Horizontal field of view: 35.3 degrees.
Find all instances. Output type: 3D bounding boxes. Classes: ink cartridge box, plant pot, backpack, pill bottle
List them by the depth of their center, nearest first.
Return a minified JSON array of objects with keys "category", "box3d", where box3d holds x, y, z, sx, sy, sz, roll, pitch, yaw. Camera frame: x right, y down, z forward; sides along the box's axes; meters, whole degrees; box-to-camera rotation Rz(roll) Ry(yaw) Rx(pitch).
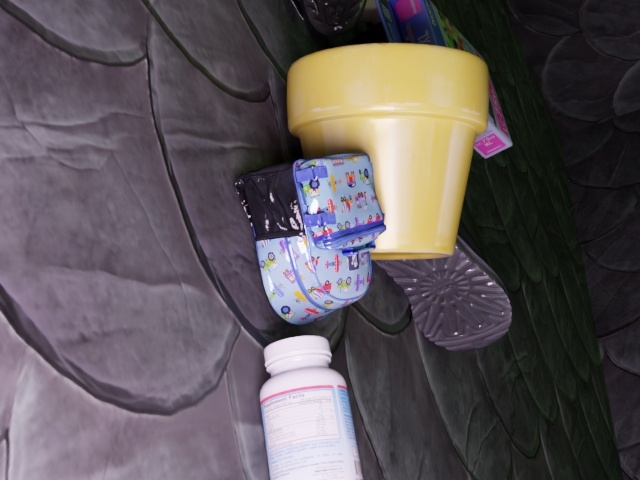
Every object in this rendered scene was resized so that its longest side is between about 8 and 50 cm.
[{"category":"pill bottle","box3d":[-0.012,0.177,0.967,0.087,0.087,0.160,33,43,-59]},{"category":"backpack","box3d":[0.000,0.000,1.094,0.158,0.117,0.173,-5,84,-58]},{"category":"plant pot","box3d":[0.085,-0.098,1.251,0.254,0.254,0.238,10,78,-67]},{"category":"ink cartridge box","box3d":[0.195,-0.267,1.564,0.311,0.065,0.185,26,44,-52]}]

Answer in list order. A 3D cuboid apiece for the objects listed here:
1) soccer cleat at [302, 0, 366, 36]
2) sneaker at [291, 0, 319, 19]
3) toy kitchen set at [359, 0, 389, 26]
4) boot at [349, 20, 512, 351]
[{"category":"soccer cleat","box3d":[0.020,-0.441,1.556,0.116,0.109,0.318,76,8,-69]},{"category":"sneaker","box3d":[-0.045,-0.402,1.416,0.089,0.051,0.170,-83,151,-58]},{"category":"toy kitchen set","box3d":[0.084,-0.391,1.723,0.207,0.166,0.122,121,-39,-67]},{"category":"boot","box3d":[0.171,-0.092,1.610,0.445,0.146,0.367,-95,158,-43]}]
